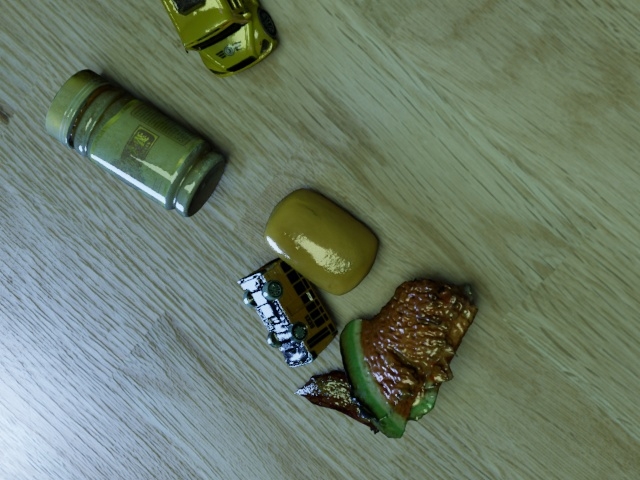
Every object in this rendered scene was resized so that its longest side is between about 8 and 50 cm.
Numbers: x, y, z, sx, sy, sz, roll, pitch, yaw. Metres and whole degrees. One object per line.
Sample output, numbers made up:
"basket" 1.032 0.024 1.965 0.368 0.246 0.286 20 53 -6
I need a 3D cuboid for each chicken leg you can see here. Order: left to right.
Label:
"chicken leg" 0.061 0.313 2.150 0.234 0.063 0.105 22 109 14

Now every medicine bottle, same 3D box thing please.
"medicine bottle" -0.351 -0.184 2.079 0.322 0.151 0.151 32 115 7

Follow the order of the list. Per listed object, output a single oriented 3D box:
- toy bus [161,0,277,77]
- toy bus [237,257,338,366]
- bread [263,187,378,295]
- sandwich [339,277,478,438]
"toy bus" -0.217 -0.453 1.941 0.145 0.151 0.331 -25 97 23
"toy bus" -0.058 0.134 2.101 0.098 0.114 0.201 -23 100 53
"bread" 0.000 0.000 2.029 0.217 0.098 0.147 33 84 4
"sandwich" 0.184 0.196 2.022 0.162 0.250 0.301 27 113 -39
